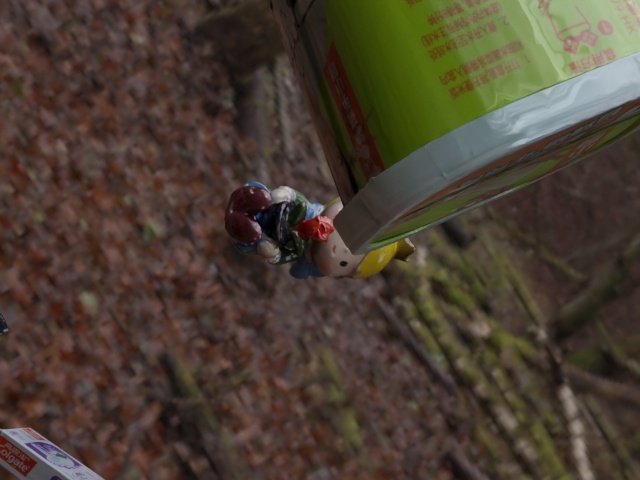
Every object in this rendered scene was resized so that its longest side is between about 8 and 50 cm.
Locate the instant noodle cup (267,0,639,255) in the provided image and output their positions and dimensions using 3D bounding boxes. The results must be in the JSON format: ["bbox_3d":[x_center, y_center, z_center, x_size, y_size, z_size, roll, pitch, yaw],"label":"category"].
[{"bbox_3d":[0.083,-0.187,0.959,0.307,0.294,0.294,66,7,6],"label":"instant noodle cup"}]

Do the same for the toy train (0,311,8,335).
[{"bbox_3d":[-0.504,-0.048,1.531,0.409,0.089,0.086,61,19,-3],"label":"toy train"}]

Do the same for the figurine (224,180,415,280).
[{"bbox_3d":[0.004,-0.014,1.672,0.234,0.127,0.185,17,-8,8],"label":"figurine"}]

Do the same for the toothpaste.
[{"bbox_3d":[-0.274,0.260,1.410,0.196,0.040,0.047,26,10,33],"label":"toothpaste"}]
